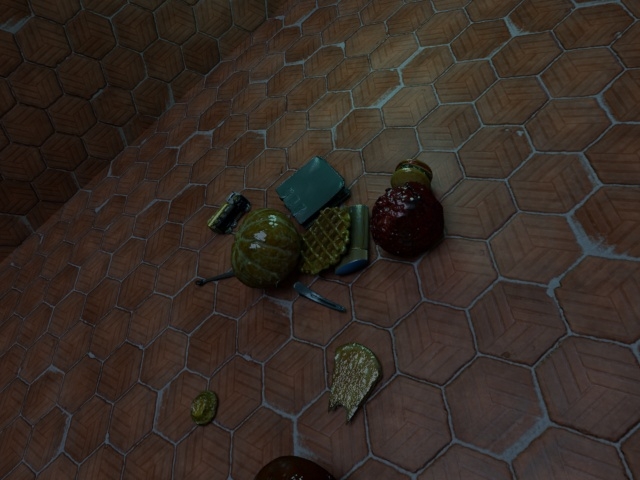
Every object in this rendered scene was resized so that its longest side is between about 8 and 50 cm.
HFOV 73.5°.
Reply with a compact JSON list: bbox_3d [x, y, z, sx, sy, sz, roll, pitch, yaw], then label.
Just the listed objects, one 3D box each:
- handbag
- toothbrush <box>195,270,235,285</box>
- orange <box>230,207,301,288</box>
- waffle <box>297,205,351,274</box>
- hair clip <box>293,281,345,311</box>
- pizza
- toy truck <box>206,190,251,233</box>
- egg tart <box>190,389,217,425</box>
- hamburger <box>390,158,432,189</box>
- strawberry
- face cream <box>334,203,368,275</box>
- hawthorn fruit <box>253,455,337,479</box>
[{"bbox_3d":[-0.032,-0.210,1.887,0.274,0.100,0.269,-42,52,1],"label":"handbag"},{"bbox_3d":[-0.438,0.160,1.926,0.297,0.030,0.030,-16,80,20],"label":"toothbrush"},{"bbox_3d":[-0.220,0.032,1.715,0.329,0.249,0.329,-47,28,35],"label":"orange"},{"bbox_3d":[0.007,-0.005,1.699,0.300,0.058,0.282,-35,43,29],"label":"waffle"},{"bbox_3d":[0.002,0.220,1.618,0.229,0.070,0.039,20,68,30],"label":"hair clip"},{"bbox_3d":[0.108,0.465,1.402,0.181,0.034,0.262,0,60,31],"label":"pizza"},{"bbox_3d":[-0.449,-0.132,2.076,0.227,0.098,0.114,-51,44,-6],"label":"toy truck"},{"bbox_3d":[-0.443,0.624,1.612,0.130,0.052,0.131,-17,51,22],"label":"egg tart"},{"bbox_3d":[0.349,-0.232,1.632,0.161,0.162,0.115,3,50,32],"label":"hamburger"},{"bbox_3d":[0.296,-0.084,1.504,0.273,0.220,0.275,-4,79,22],"label":"strawberry"},{"bbox_3d":[0.123,-0.005,1.676,0.139,0.067,0.285,-15,53,28],"label":"face cream"},{"bbox_3d":[-0.065,0.745,1.166,0.315,0.316,0.316,-15,54,22],"label":"hawthorn fruit"}]
